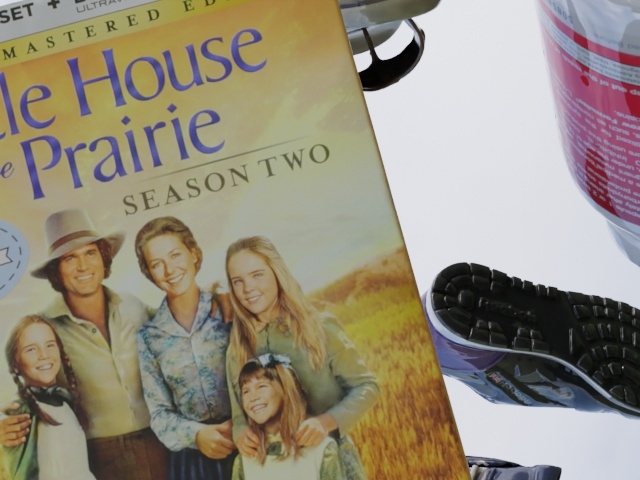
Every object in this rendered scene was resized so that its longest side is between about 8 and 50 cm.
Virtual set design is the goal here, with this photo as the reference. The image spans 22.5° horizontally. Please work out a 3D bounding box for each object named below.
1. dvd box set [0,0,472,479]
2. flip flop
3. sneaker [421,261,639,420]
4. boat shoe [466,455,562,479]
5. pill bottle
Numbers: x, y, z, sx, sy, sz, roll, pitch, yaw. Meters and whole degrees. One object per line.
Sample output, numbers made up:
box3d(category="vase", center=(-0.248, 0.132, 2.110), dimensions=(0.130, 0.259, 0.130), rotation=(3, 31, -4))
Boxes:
box3d(category="dvd box set", center=(-0.091, 0.063, 0.886), dimensions=(0.062, 0.307, 0.421), rotation=(77, 179, -81))
box3d(category="flip flop", center=(0.039, -0.154, 1.226), dimensions=(0.112, 0.277, 0.080), rotation=(-21, -84, -8))
box3d(category="sneaker", center=(0.215, 0.112, 1.536), dimensions=(0.124, 0.283, 0.107), rotation=(123, 166, -54))
box3d(category="boat shoe", center=(0.111, 0.316, 1.241), dimensions=(0.127, 0.158, 0.341), rotation=(53, -141, -49))
box3d(category="pill bottle", center=(0.291, -0.140, 1.260), dimensions=(0.229, 0.229, 0.408), rotation=(-64, -25, -25))
